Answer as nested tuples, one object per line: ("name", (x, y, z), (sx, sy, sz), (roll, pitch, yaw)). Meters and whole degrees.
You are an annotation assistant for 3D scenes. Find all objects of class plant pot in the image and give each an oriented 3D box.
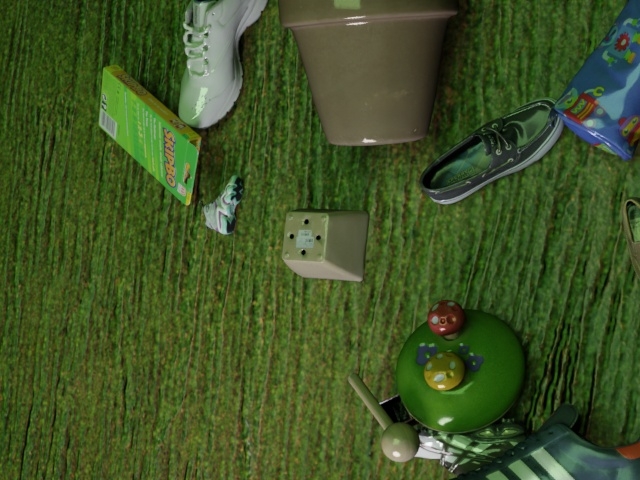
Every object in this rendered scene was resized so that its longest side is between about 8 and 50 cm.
("plant pot", (0.073, -0.258, 1.503), (0.263, 0.263, 0.229), (2, 103, 29))
("plant pot", (0.000, 0.000, 1.568), (0.109, 0.096, 0.109), (3, 83, 29))

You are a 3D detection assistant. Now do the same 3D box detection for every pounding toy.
("pounding toy", (0.153, 0.168, 1.405), (0.237, 0.110, 0.183), (-32, 49, 1))

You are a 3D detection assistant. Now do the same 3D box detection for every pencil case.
("pencil case", (0.425, -0.255, 1.360), (0.306, 0.119, 0.133), (-59, 33, 10))

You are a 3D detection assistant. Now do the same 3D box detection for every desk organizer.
("desk organizer", (0.149, 0.227, 1.479), (0.130, 0.050, 0.047), (-29, 70, 22))

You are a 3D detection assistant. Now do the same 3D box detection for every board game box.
("board game box", (-0.285, -0.178, 1.754), (0.259, 0.039, 0.124), (43, 137, 29))

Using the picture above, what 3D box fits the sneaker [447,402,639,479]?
("sneaker", (0.274, 0.286, 1.329), (0.350, 0.131, 0.148), (-7, 77, 13))

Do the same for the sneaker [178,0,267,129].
("sneaker", (-0.183, -0.329, 1.699), (0.111, 0.129, 0.297), (16, 92, 27))

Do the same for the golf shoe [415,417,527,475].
("golf shoe", (0.189, 0.297, 1.433), (0.198, 0.077, 0.094), (-10, 78, 28))

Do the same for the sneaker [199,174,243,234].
("sneaker", (-0.168, -0.063, 1.703), (0.069, 0.038, 0.098), (13, 89, 29))

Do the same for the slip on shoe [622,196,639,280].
("slip on shoe", (0.427, 0.007, 1.363), (0.051, 0.041, 0.135), (-17, 75, 26))

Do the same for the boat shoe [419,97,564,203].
("boat shoe", (0.236, -0.129, 1.468), (0.228, 0.076, 0.080), (-30, 70, 22))
